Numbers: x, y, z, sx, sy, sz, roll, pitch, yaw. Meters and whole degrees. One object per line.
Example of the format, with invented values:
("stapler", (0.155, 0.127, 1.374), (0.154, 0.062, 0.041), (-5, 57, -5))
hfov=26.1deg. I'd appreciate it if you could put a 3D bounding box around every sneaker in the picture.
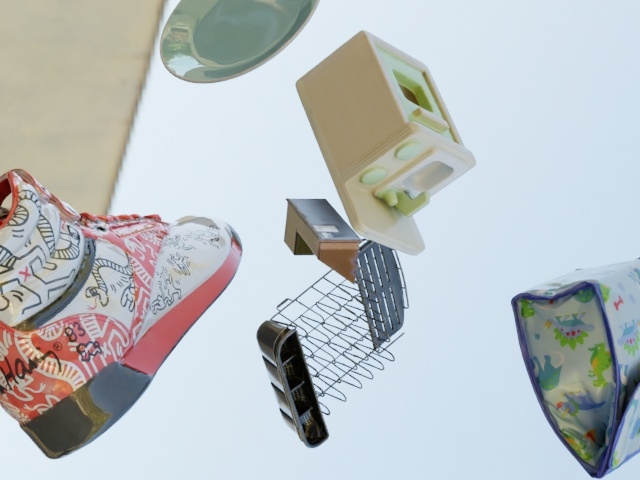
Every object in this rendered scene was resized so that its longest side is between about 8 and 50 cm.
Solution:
("sneaker", (-0.142, 0.006, 0.863), (0.090, 0.270, 0.145), (-29, -75, 26))

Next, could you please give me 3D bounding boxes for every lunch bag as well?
("lunch bag", (0.225, 0.098, 1.083), (0.096, 0.129, 0.151), (-11, -89, 35))

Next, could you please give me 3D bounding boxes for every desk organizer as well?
("desk organizer", (0.000, 0.000, 1.450), (0.130, 0.047, 0.050), (-129, -138, -63))

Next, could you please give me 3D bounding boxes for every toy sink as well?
("toy sink", (0.093, -0.122, 1.725), (0.131, 0.152, 0.234), (-35, -122, 25))

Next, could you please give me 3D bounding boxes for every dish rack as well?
("dish rack", (0.033, 0.130, 1.921), (0.074, 0.271, 0.208), (26, -37, 40))

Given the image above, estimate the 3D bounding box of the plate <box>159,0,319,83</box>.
("plate", (-0.079, -0.225, 1.415), (0.188, 0.188, 0.024), (40, -11, 45))
